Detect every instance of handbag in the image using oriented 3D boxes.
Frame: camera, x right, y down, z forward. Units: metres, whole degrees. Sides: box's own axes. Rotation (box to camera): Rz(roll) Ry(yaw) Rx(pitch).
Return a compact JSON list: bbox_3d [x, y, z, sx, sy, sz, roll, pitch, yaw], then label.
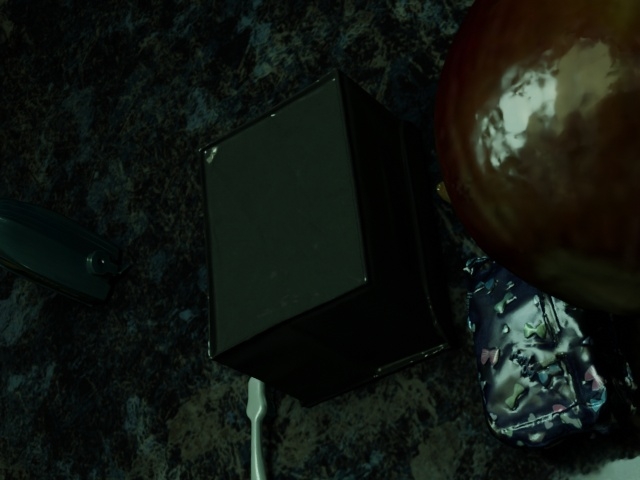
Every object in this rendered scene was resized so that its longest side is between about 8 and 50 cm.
[{"bbox_3d":[0.260,0.111,1.342,0.162,0.113,0.260,-29,53,31],"label":"handbag"}]

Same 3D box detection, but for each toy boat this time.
[{"bbox_3d":[-0.450,0.007,1.860,0.122,0.296,0.114,-6,64,41],"label":"toy boat"}]

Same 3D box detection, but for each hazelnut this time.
[{"bbox_3d":[0.322,-0.114,1.229,0.421,0.353,0.420,1,78,-5],"label":"hazelnut"}]

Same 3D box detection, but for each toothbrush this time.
[{"bbox_3d":[-0.074,0.373,1.534,0.042,0.040,0.418,-20,57,29],"label":"toothbrush"}]

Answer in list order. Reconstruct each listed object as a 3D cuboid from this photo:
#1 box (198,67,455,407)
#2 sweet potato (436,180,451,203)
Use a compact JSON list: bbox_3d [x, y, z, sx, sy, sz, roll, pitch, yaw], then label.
[{"bbox_3d":[0.001,0.000,1.548,0.251,0.204,0.345,-26,54,28],"label":"box"},{"bbox_3d":[0.247,-0.066,1.488,0.214,0.050,0.050,-1,68,35],"label":"sweet potato"}]
